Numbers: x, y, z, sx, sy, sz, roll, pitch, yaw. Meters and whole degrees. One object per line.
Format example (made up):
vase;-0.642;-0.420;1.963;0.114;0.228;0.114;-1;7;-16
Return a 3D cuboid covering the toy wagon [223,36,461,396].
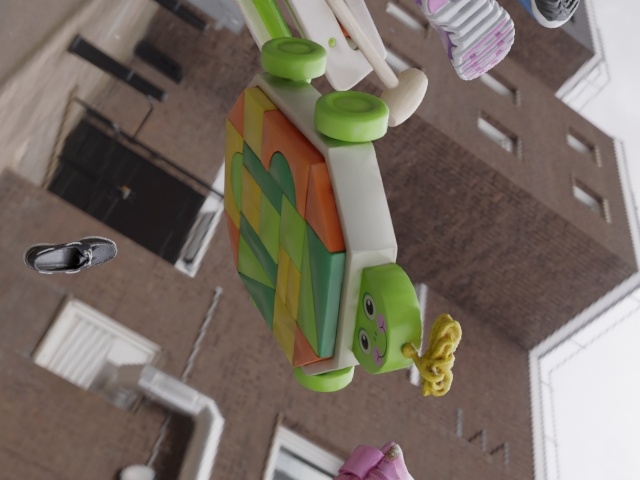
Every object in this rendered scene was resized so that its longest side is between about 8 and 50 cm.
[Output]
toy wagon;0.000;0.000;0.701;0.344;0.068;0.267;-127;-146;-50

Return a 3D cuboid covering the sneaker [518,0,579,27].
sneaker;0.153;-0.270;0.747;0.080;0.211;0.081;-19;163;-37

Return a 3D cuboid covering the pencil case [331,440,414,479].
pencil case;0.128;0.386;0.828;0.167;0.386;0.160;-44;165;10

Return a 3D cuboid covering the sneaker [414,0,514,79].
sneaker;0.175;-0.302;1.094;0.095;0.236;0.104;-39;-123;7

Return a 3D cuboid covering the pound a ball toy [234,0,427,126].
pound a ball toy;0.009;-0.307;1.037;0.136;0.319;0.208;-45;-148;-24

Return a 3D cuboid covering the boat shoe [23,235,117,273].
boat shoe;-0.325;0.021;1.112;0.038;0.125;0.046;26;-68;51
